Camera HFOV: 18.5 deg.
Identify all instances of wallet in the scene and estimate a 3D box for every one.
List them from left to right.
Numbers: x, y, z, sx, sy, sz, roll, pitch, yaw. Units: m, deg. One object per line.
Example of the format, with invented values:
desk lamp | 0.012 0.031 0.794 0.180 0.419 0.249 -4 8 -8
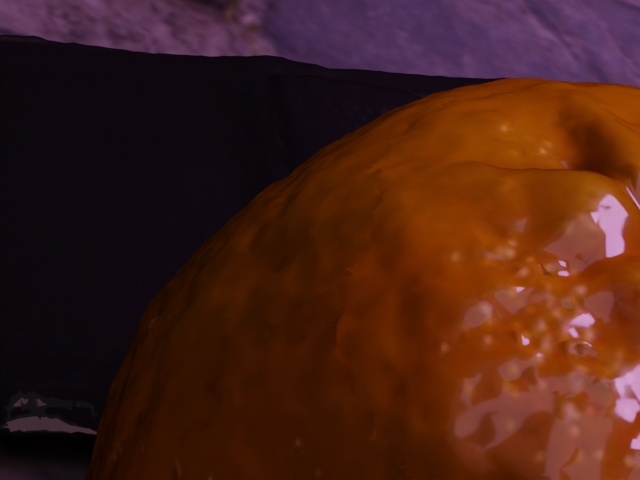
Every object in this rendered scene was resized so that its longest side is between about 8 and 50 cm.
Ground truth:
wallet | 0.000 0.000 0.924 0.323 0.041 0.247 2 47 -15

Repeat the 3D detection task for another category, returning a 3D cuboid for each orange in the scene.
orange | 0.087 0.103 0.680 0.341 0.293 0.340 9 47 -10
